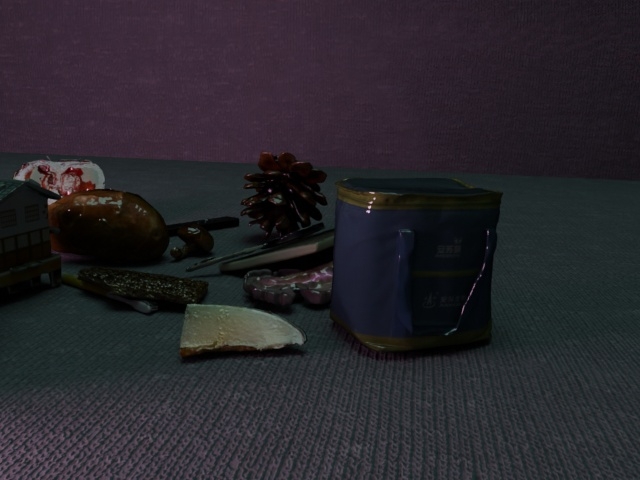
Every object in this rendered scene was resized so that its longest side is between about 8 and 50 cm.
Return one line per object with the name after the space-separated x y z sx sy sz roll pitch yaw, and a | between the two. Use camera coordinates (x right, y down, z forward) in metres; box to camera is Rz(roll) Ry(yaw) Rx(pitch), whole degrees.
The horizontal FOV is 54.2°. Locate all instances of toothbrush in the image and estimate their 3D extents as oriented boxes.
-0.394 0.090 1.135 0.288 0.021 0.024 12 7 35 | toothbrush

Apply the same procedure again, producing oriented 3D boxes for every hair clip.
0.002 0.064 1.176 0.301 0.069 0.173 -17 16 -23 | hair clip

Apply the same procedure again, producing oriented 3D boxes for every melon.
-0.116 0.135 0.929 0.182 0.054 0.098 -2 20 -11 | melon

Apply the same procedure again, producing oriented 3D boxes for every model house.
-0.597 -0.009 1.114 0.224 0.215 0.198 7 17 23 | model house

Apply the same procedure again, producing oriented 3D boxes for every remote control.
-0.328 -0.039 1.652 0.245 0.025 0.063 -11 18 -39 | remote control

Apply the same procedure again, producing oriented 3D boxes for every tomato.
-0.653 -0.098 1.572 0.214 0.155 0.180 2 49 -17 | tomato

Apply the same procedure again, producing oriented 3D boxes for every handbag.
0.148 0.029 0.984 0.263 0.240 0.222 -3 13 -17 | handbag

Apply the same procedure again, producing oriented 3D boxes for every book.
0.000 0.000 1.367 0.269 0.032 0.389 -13 3 35 | book

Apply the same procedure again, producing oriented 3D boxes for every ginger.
-0.487 -0.041 1.362 0.321 0.172 0.165 7 53 16 | ginger

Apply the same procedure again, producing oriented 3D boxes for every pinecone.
-0.091 -0.098 1.547 0.203 0.229 0.201 20 65 36 | pinecone

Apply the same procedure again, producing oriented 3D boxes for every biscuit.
-0.325 0.077 1.117 0.237 0.026 0.131 8 6 0 | biscuit

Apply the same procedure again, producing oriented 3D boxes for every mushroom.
-0.289 0.002 1.402 0.088 0.072 0.129 34 22 5 | mushroom

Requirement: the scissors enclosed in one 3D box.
-0.134 0.015 1.296 0.300 0.022 0.109 -17 -1 -17 | scissors
